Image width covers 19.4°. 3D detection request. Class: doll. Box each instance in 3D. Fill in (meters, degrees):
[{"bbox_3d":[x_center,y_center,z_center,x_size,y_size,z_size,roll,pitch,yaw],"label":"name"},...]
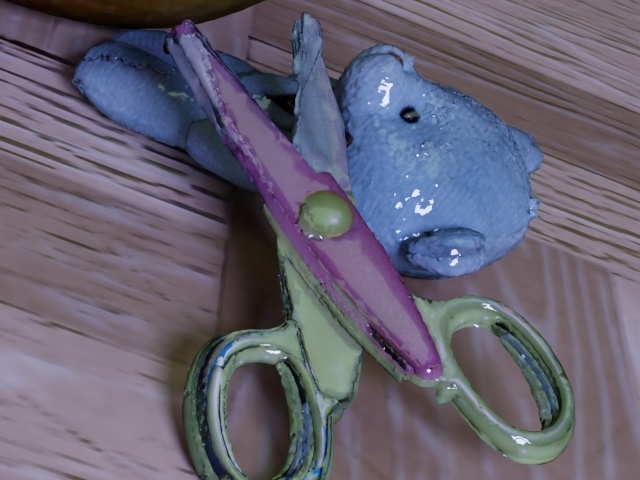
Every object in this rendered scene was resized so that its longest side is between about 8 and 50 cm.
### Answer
[{"bbox_3d":[0.001,-0.049,0.705,0.180,0.075,0.120,29,32,5],"label":"doll"}]

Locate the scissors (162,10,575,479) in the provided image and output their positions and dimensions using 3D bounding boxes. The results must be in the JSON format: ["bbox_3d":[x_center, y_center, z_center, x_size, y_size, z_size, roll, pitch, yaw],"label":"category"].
[{"bbox_3d":[0.000,0.000,0.622,0.134,0.020,0.187,-6,60,-25],"label":"scissors"}]

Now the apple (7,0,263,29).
[{"bbox_3d":[-0.083,-0.231,0.737,0.319,0.277,0.319,12,28,-6],"label":"apple"}]
